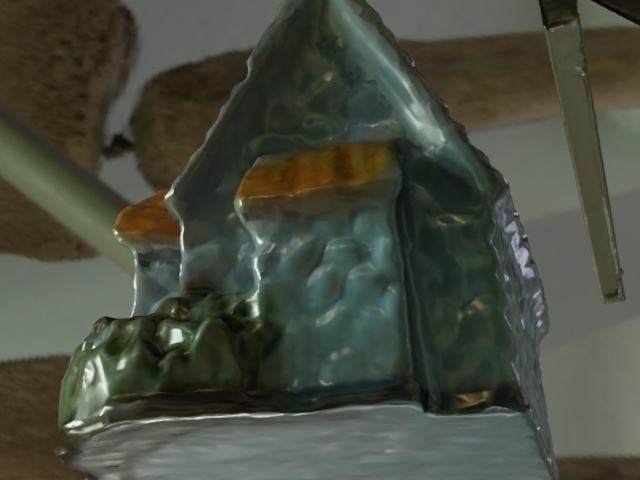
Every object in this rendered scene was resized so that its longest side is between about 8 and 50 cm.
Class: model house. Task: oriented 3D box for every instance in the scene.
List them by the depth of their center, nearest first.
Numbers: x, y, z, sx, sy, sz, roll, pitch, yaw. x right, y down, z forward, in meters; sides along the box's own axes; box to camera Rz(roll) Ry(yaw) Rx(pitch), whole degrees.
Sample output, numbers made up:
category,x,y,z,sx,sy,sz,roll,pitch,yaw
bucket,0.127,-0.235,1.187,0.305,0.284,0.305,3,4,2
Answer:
category,x,y,z,sx,sy,sz,roll,pitch,yaw
model house,0.000,0.000,1.126,0.360,0.297,0.339,55,-148,-65

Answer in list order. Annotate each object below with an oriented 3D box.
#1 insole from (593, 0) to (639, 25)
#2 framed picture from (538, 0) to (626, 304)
category,x,y,z,sx,sy,sz,roll,pitch,yaw
insole,0.261,-0.081,0.714,0.111,0.328,0.007,-63,-16,-49
framed picture,0.116,-0.123,0.821,0.023,0.260,0.189,-11,-42,9
